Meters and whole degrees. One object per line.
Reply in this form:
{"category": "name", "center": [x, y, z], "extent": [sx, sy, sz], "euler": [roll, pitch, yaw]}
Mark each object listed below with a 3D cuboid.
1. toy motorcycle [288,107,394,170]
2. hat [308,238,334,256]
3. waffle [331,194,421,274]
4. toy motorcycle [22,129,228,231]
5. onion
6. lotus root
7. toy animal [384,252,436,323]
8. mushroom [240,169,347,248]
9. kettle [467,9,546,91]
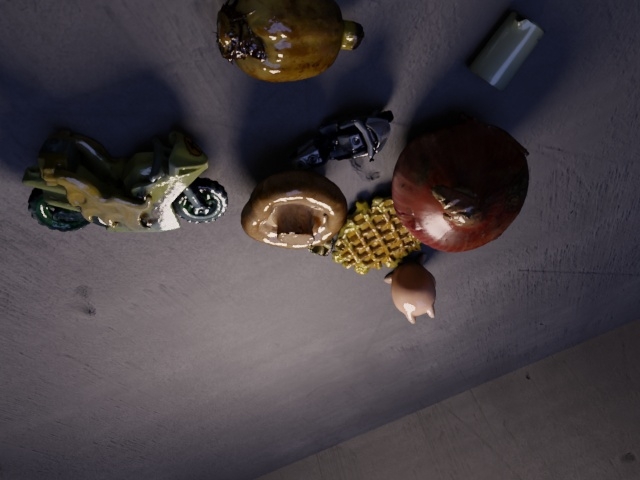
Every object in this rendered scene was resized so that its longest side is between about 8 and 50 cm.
{"category": "toy motorcycle", "center": [0.053, -0.228, 1.004], "extent": [0.270, 0.159, 0.106], "euler": [-25, 116, 3]}
{"category": "hat", "center": [0.001, 0.000, 1.288], "extent": [0.076, 0.059, 0.077], "euler": [10, 126, -8]}
{"category": "waffle", "center": [0.193, -0.015, 1.337], "extent": [0.301, 0.068, 0.325], "euler": [3, 135, -23]}
{"category": "toy motorcycle", "center": [-0.408, -0.119, 0.931], "extent": [0.409, 0.169, 0.237], "euler": [-5, 134, -16]}
{"category": "onion", "center": [0.355, -0.146, 1.116], "extent": [0.353, 0.354, 0.354], "euler": [-11, 137, -10]}
{"category": "lotus root", "center": [-0.058, -0.385, 0.811], "extent": [0.314, 0.141, 0.169], "euler": [-11, 144, -28]}
{"category": "toy animal", "center": [0.298, 0.152, 1.427], "extent": [0.166, 0.250, 0.154], "euler": [-16, 105, 9]}
{"category": "mushroom", "center": [-0.066, -0.067, 1.044], "extent": [0.278, 0.146, 0.278], "euler": [-4, 153, -2]}
{"category": "kettle", "center": [0.431, -0.425, 0.986], "extent": [0.126, 0.098, 0.148], "euler": [18, 122, -27]}
